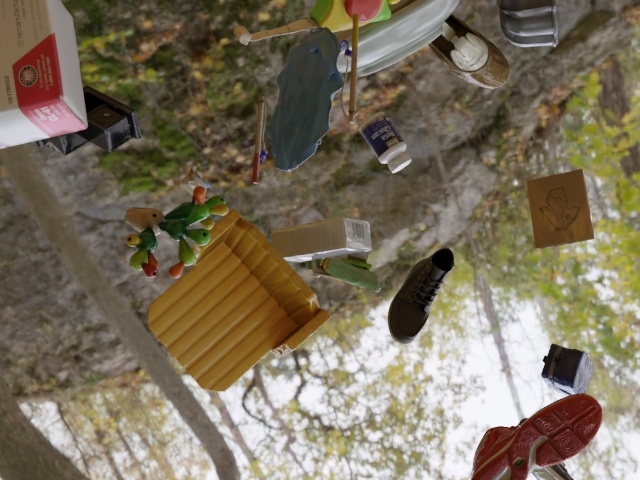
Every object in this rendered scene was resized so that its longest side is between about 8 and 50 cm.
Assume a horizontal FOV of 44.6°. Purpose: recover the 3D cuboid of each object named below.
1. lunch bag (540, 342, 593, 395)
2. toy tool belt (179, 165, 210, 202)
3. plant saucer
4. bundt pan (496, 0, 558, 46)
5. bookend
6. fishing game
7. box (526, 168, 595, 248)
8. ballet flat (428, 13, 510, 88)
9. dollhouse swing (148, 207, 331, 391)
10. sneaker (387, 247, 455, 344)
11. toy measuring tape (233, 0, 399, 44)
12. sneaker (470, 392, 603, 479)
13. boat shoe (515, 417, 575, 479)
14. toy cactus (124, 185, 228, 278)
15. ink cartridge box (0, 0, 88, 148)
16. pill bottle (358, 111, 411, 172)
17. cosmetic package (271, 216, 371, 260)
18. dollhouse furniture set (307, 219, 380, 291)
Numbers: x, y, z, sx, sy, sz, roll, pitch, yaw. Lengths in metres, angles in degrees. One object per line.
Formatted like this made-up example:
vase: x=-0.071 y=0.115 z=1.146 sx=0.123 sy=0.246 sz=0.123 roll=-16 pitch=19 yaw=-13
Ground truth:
lunch bag: x=0.398 y=0.212 z=1.274 sx=0.065 sy=0.098 sz=0.067 roll=11 pitch=-114 yaw=37
toy tool belt: x=-0.262 y=-0.120 z=1.687 sx=0.052 sy=0.083 sz=0.051 roll=5 pitch=-122 yaw=39
plant saucer: x=0.152 y=-0.450 z=1.698 sx=0.400 sy=0.100 sz=0.400 roll=-28 pitch=-165 yaw=8
bundt pan: x=0.478 y=-0.616 z=1.865 sx=0.124 sy=0.331 sz=0.331 roll=-9 pitch=-149 yaw=14
bookend: x=-0.486 y=-0.232 z=1.610 sx=0.156 sy=0.072 sz=0.157 roll=29 pitch=-128 yaw=27
fishing game: x=-0.016 y=-0.176 z=0.987 sx=0.264 sy=0.041 sz=0.189 roll=-29 pitch=-126 yaw=55
box: x=0.671 y=-0.087 z=2.182 sx=0.164 sy=0.201 sz=0.021 roll=-12 pitch=165 yaw=33
ballet flat: x=0.312 y=-0.494 z=1.875 sx=0.116 sy=0.342 sz=0.124 roll=-46 pitch=171 yaw=12
dollhouse swing: x=-0.227 y=0.173 z=1.898 sx=0.305 sy=0.347 sz=0.315 roll=-40 pitch=179 yaw=-20
sneaker: x=0.217 y=0.115 z=1.694 sx=0.083 sy=0.118 sz=0.222 roll=27 pitch=-121 yaw=-6
toy measuring tape: x=0.002 y=-0.436 z=1.401 sx=0.330 sy=0.121 sz=0.121 roll=-15 pitch=-152 yaw=-17
sneaker: x=0.300 y=0.278 z=1.135 sx=0.221 sy=0.087 sz=0.128 roll=-39 pitch=-172 yaw=12
boat shoe: x=0.393 y=0.378 z=1.317 sx=0.075 sy=0.206 sz=0.065 roll=-15 pitch=-144 yaw=57
toy cactus: x=-0.264 y=-0.027 z=1.318 sx=0.180 sy=0.112 sz=0.219 roll=15 pitch=-128 yaw=33
ink cartridge box: x=-0.558 y=-0.269 z=1.270 sx=0.306 sy=0.226 sz=0.131 roll=-13 pitch=167 yaw=-1
pill bottle: x=0.194 y=-0.287 z=2.299 sx=0.094 sy=0.169 sz=0.094 roll=-33 pitch=173 yaw=-5
cosmetic package: x=0.000 y=0.000 z=1.965 sx=0.231 sy=0.085 sz=0.117 roll=-12 pitch=169 yaw=37
dollhouse furniture set: x=0.076 y=0.038 z=2.229 sx=0.197 sy=0.151 sz=0.301 roll=13 pitch=-178 yaw=-3
